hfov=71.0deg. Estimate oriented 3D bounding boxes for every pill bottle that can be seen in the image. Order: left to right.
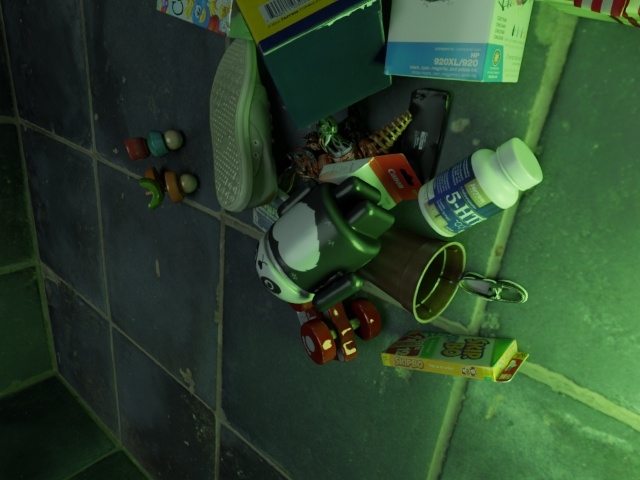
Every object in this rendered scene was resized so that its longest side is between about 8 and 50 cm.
[{"bbox_3d":[0.275,-0.093,0.782,0.186,0.112,0.112,-34,81,42],"label":"pill bottle"}]

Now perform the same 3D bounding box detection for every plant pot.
[{"bbox_3d":[0.173,0.052,0.898,0.165,0.166,0.167,28,121,41],"label":"plant pot"}]

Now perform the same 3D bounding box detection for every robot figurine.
[{"bbox_3d":[-0.001,0.001,0.852,0.278,0.209,0.173,-38,108,24],"label":"robot figurine"}]

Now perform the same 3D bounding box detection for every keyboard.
[{"bbox_3d":[0.190,-0.202,0.881,0.100,0.038,0.192,16,119,18],"label":"keyboard"}]

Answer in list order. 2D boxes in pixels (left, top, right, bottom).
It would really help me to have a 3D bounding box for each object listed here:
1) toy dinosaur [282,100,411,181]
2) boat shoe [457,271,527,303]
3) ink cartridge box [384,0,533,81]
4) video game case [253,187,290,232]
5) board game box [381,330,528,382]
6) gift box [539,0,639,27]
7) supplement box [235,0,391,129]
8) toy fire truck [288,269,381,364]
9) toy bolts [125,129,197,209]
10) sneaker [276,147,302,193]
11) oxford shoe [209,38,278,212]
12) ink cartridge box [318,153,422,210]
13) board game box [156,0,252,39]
[{"bbox_3d":[0.052,-0.217,0.938,0.321,0.164,0.219,-16,107,30],"label":"toy dinosaur"},{"bbox_3d":[0.324,0.093,0.852,0.125,0.038,0.046,22,118,35],"label":"boat shoe"},{"bbox_3d":[0.223,-0.373,0.694,0.168,0.171,0.233,19,117,35],"label":"ink cartridge box"},{"bbox_3d":[-0.108,-0.059,1.154,0.190,0.022,0.173,39,144,25],"label":"video game case"},{"bbox_3d":[0.261,0.225,0.891,0.259,0.124,0.039,-1,103,41],"label":"board game box"},{"bbox_3d":[0.407,-0.365,0.478,0.276,0.258,0.255,25,120,34],"label":"gift box"},{"bbox_3d":[-0.042,-0.417,0.790,0.195,0.194,0.357,-26,65,3],"label":"supplement box"},{"bbox_3d":[-0.009,0.154,1.095,0.254,0.169,0.302,-19,92,62],"label":"toy fire truck"},{"bbox_3d":[-0.486,-0.238,1.417,0.218,0.158,0.229,-124,18,-70],"label":"toy bolts"},{"bbox_3d":[-0.097,-0.167,1.113,0.061,0.064,0.158,50,130,17],"label":"sneaker"},{"bbox_3d":[-0.178,-0.278,1.086,0.169,0.130,0.450,-20,70,46],"label":"oxford shoe"},{"bbox_3d":[0.108,-0.103,0.905,0.179,0.045,0.145,0,149,37],"label":"ink cartridge box"},{"bbox_3d":[-0.241,-0.576,1.048,0.275,0.144,0.142,31,122,29],"label":"board game box"}]
